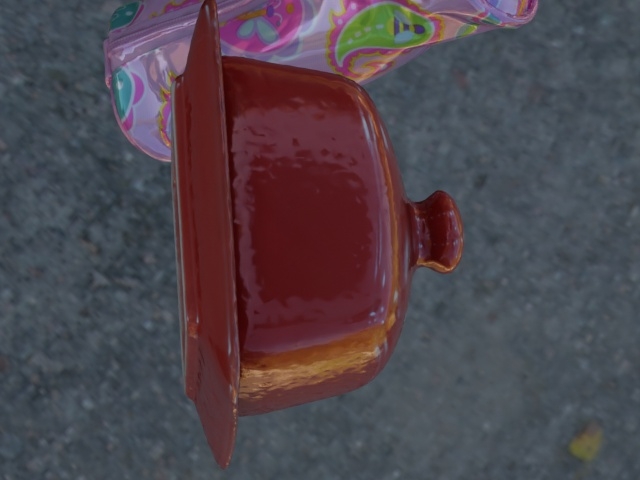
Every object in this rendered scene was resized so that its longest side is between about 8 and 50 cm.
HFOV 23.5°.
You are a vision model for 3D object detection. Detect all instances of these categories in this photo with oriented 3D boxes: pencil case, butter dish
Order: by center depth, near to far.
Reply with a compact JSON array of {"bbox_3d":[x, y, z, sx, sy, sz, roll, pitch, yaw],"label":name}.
[{"bbox_3d":[0.000,0.000,0.627,0.118,0.160,0.160,-3,70,-7],"label":"butter dish"},{"bbox_3d":[-0.006,-0.144,0.967,0.124,0.284,0.124,32,48,-45],"label":"pencil case"}]
